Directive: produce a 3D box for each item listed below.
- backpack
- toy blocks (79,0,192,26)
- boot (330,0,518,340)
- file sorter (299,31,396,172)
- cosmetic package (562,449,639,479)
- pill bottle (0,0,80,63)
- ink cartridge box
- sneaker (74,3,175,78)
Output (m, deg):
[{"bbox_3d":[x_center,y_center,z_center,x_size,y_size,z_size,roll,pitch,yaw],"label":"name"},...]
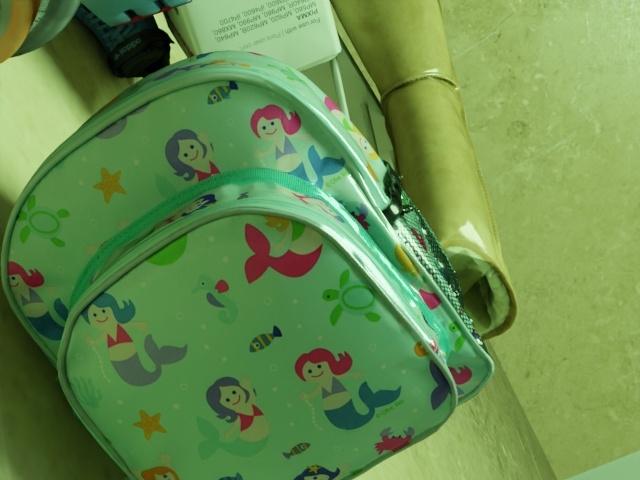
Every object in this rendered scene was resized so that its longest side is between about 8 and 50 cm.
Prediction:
[{"bbox_3d":[-0.049,0.027,0.527,0.254,0.225,0.191,57,10,-12],"label":"backpack"},{"bbox_3d":[-0.122,-0.272,0.398,0.261,0.190,0.382,27,47,-80],"label":"toy blocks"},{"bbox_3d":[0.081,-0.090,0.723,0.236,0.089,0.270,49,27,-45],"label":"boot"},{"bbox_3d":[0.000,0.000,0.831,0.278,0.192,0.173,52,21,-42],"label":"file sorter"},{"bbox_3d":[0.160,0.241,0.424,0.230,0.453,0.161,60,14,-16],"label":"cosmetic package"},{"bbox_3d":[-0.198,-0.194,0.553,0.130,0.130,0.246,55,16,-35],"label":"pill bottle"},{"bbox_3d":[-0.093,-0.275,0.714,0.197,0.114,0.273,-124,-167,-54],"label":"ink cartridge box"},{"bbox_3d":[-0.174,-0.187,0.787,0.085,0.058,0.152,59,5,17],"label":"sneaker"}]
